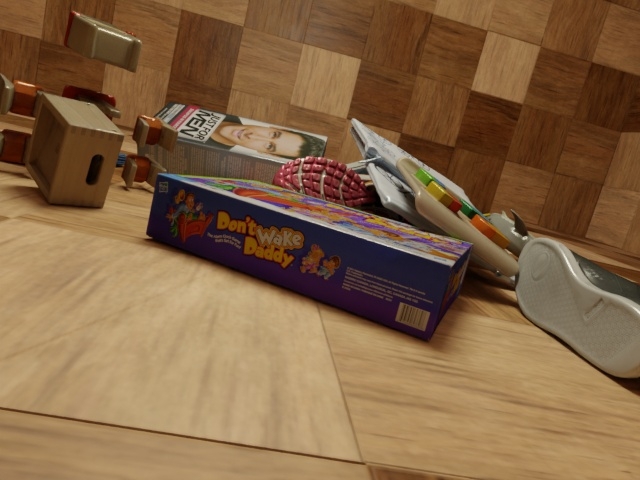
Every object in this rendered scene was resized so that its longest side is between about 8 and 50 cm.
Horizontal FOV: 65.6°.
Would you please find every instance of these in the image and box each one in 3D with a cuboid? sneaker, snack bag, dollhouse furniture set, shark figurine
[{"bbox_3d":[0.356,0.084,0.610,0.146,0.105,0.296,14,16,-9],"label":"sneaker"},{"bbox_3d":[0.096,-0.170,1.572,0.321,0.128,0.126,-10,-16,44],"label":"sneaker"},{"bbox_3d":[0.203,-0.080,0.908,0.323,0.037,0.343,29,25,-21],"label":"snack bag"},{"bbox_3d":[-0.380,-0.224,0.816,0.261,0.259,0.135,6,23,-43],"label":"dollhouse furniture set"},{"bbox_3d":[0.424,-0.010,1.203,0.166,0.116,0.278,46,6,-25],"label":"shark figurine"},{"bbox_3d":[0.041,-0.049,0.872,0.299,0.121,0.112,19,-22,-34],"label":"sneaker"}]

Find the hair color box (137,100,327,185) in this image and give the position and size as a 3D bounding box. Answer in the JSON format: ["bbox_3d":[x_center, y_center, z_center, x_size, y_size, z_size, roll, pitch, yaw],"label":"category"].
[{"bbox_3d":[-0.184,-0.187,1.091,0.374,0.114,0.185,13,35,-1],"label":"hair color box"}]

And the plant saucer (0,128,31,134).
[{"bbox_3d":[-0.551,-0.172,0.923,0.199,0.037,0.200,13,11,-2],"label":"plant saucer"}]

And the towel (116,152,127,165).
[{"bbox_3d":[-0.499,-0.192,1.117,0.119,0.029,0.067,16,10,7],"label":"towel"}]

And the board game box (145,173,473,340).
[{"bbox_3d":[0.000,0.000,0.625,0.346,0.078,0.233,18,11,19],"label":"board game box"}]

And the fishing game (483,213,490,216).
[{"bbox_3d":[0.322,-0.051,1.302,0.189,0.041,0.264,-9,5,-19],"label":"fishing game"}]

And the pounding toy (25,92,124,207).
[{"bbox_3d":[-0.335,-0.112,0.689,0.100,0.141,0.130,2,30,-48],"label":"pounding toy"}]

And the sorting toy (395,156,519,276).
[{"bbox_3d":[0.210,-0.050,0.769,0.193,0.038,0.208,34,22,-14],"label":"sorting toy"}]
